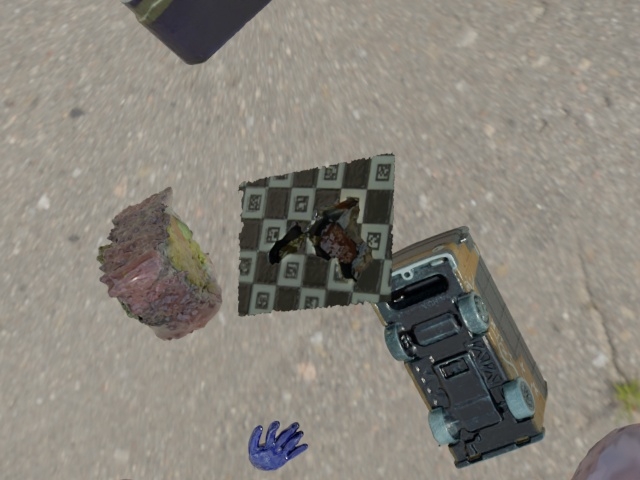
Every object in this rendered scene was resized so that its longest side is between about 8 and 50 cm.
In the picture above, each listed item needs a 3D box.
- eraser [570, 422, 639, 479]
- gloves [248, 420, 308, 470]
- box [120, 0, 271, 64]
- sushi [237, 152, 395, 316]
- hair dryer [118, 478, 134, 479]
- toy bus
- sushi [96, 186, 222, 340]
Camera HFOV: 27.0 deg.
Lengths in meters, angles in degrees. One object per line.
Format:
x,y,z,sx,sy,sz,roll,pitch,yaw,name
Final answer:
0.087,0.212,0.217,0.359,0.272,0.122,-51,123,-26,eraser
-0.057,0.251,1.644,0.086,0.026,0.064,-36,114,28,gloves
-0.100,-0.239,0.858,0.168,0.071,0.259,-42,144,7,box
0.000,0.000,1.256,0.031,0.201,0.139,14,74,-47,sushi
-0.148,0.306,1.310,0.054,0.106,0.154,-41,114,-27,hair dryer
0.178,0.128,1.706,0.139,0.167,0.275,-24,104,21,toy bus
-0.183,0.048,1.548,0.108,0.241,0.161,-28,113,5,sushi
